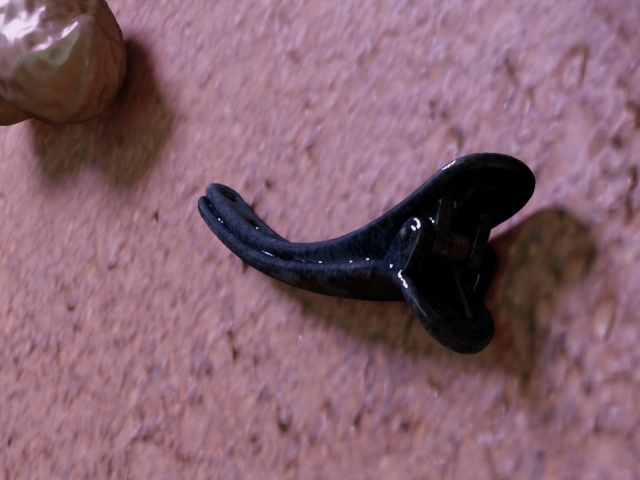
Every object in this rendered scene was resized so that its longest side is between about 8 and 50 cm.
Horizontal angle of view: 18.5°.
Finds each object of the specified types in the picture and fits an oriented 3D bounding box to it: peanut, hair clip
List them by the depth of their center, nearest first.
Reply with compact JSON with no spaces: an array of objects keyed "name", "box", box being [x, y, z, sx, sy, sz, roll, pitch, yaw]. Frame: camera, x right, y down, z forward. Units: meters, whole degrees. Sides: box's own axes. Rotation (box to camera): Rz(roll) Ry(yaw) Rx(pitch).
[{"name":"hair clip","box":[0.000,0.000,0.765,0.229,0.039,0.070,5,77,60]},{"name":"peanut","box":[-0.155,-0.101,1.035,0.187,0.082,0.082,8,79,58]}]
